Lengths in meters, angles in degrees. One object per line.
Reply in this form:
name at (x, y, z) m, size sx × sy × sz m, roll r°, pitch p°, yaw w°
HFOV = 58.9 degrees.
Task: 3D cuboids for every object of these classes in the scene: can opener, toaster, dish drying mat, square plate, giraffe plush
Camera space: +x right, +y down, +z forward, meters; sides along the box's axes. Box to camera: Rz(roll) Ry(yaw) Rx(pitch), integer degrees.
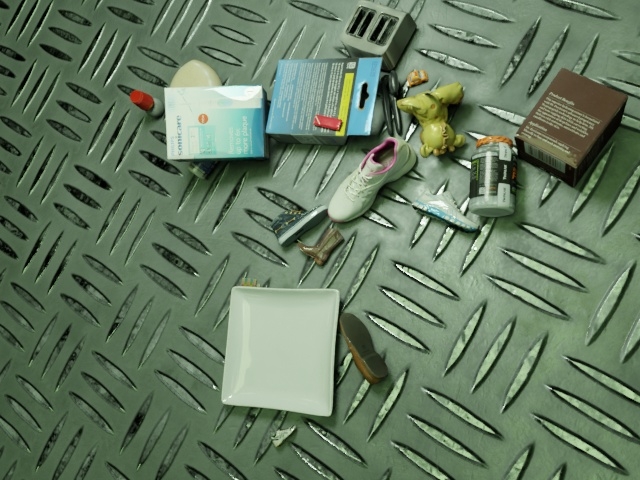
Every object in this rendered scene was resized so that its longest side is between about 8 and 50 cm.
can opener at (0.202, -0.393, 1.638) m, size 0.059 × 0.073 × 0.186 m, roll -2°, pitch 87°, yaw 14°
toaster at (0.164, -0.602, 1.668) m, size 0.168 × 0.110 × 0.185 m, roll 29°, pitch 91°, yaw 26°
dish drying mat at (0.020, -0.337, 1.611) m, size 0.083 × 0.008 × 0.032 m, roll 17°, pitch 86°, yaw 24°
square plate at (-0.112, 0.307, 1.624) m, size 0.347 × 0.049 × 0.344 m, roll 0°, pitch 79°, yaw 23°
giraffe plush at (0.311, -0.319, 1.532) m, size 0.181 × 0.210 × 0.170 m, roll -14°, pitch 103°, yaw 16°

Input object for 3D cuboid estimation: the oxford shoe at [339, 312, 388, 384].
oxford shoe at (0.101, 0.293, 1.532) m, size 0.212 × 0.076 × 0.076 m, roll 63°, pitch 145°, yaw 31°

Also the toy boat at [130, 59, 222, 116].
toy boat at (-0.467, -0.464, 1.897) m, size 0.318 × 0.148 × 0.267 m, roll 2°, pitch 85°, yaw 15°

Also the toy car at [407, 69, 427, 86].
toy car at (0.272, -0.434, 1.625) m, size 0.060 × 0.040 × 0.122 m, roll 3°, pitch 80°, yaw 23°

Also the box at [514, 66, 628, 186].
box at (0.606, -0.271, 1.383) m, size 0.168 × 0.167 × 0.203 m, roll 37°, pitch 94°, yaw 25°

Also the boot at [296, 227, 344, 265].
boot at (0.000, 0.000, 1.648) m, size 0.106 × 0.037 × 0.114 m, roll 37°, pitch 98°, yaw 11°

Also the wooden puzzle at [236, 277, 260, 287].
wooden puzzle at (-0.220, 0.140, 1.726) m, size 0.083 × 0.006 × 0.049 m, roll 3°, pitch 80°, yaw 23°

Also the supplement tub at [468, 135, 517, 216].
supplement tub at (0.444, -0.163, 1.456) m, size 0.117 × 0.117 × 0.190 m, roll 2°, pitch 80°, yaw 23°

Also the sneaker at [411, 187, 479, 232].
sneaker at (0.343, -0.086, 1.510) m, size 0.191 × 0.071 × 0.083 m, roll 29°, pitch 85°, yaw 25°

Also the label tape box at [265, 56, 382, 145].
label tape box at (0.022, -0.411, 1.688) m, size 0.334 × 0.106 × 0.240 m, roll 7°, pitch 82°, yaw 23°

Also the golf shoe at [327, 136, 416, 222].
golf shoe at (0.125, -0.175, 1.579) m, size 0.306 × 0.140 × 0.115 m, roll -45°, pitch 68°, yaw 10°

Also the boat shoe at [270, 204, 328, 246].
boat shoe at (-0.066, -0.067, 1.674) m, size 0.183 × 0.065 × 0.083 m, roll -36°, pitch 69°, yaw 13°

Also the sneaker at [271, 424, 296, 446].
sneaker at (-0.104, 0.538, 1.581) m, size 0.083 × 0.032 × 0.037 m, roll -44°, pitch 67°, yaw 8°

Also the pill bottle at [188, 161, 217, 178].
pill bottle at (-0.369, -0.264, 1.840) m, size 0.067 × 0.067 × 0.120 m, roll 41°, pitch 96°, yaw 24°

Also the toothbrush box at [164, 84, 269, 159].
toothbrush box at (-0.312, -0.354, 1.731) m, size 0.296 × 0.126 × 0.216 m, roll 0°, pitch 94°, yaw 3°
